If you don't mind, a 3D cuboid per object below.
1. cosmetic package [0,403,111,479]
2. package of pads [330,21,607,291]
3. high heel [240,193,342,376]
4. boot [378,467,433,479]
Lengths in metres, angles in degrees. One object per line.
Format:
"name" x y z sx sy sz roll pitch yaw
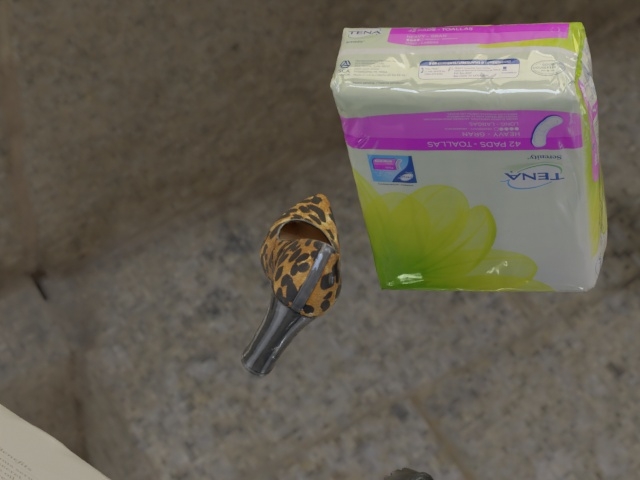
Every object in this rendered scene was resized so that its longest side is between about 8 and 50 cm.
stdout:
"cosmetic package" -0.284 0.295 1.140 0.161 0.230 0.453 -52 -169 6
"package of pads" 0.150 -0.071 1.318 0.229 0.101 0.296 1 141 14
"high heel" 0.000 0.000 1.454 0.186 0.093 0.261 -57 -170 44
"boot" 0.198 0.405 1.297 0.367 0.445 0.146 -40 141 -51
